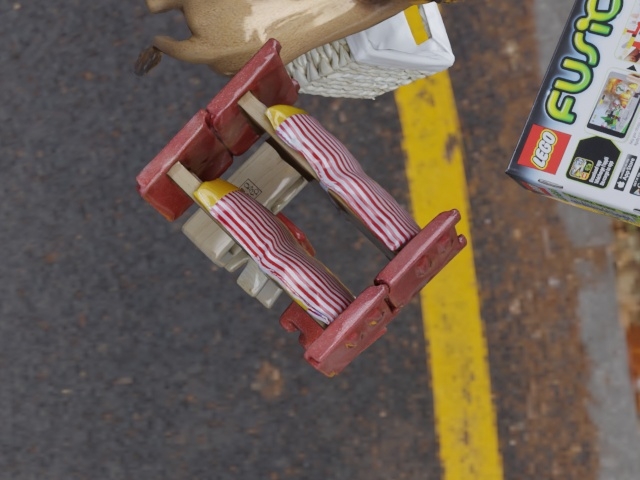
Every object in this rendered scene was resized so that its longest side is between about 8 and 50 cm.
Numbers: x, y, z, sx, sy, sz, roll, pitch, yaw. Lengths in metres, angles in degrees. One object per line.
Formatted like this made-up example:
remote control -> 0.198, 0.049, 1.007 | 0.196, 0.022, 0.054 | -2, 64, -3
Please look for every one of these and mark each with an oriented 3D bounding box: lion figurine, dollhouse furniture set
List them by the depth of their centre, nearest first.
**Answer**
lion figurine -> 0.006, -0.213, 1.219 | 0.142, 0.392, 0.240 | 52, 10, -23
dollhouse furniture set -> 0.000, 0.000, 1.228 | 0.201, 0.374, 0.152 | 44, 88, 11

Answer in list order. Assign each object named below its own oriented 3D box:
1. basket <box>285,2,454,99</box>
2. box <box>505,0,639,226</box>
basket -> 0.034, -0.202, 1.397 | 0.167, 0.103, 0.113 | -3, 73, -57
box -> 0.190, -0.110, 0.781 | 0.036, 0.114, 0.207 | 28, 84, -58
